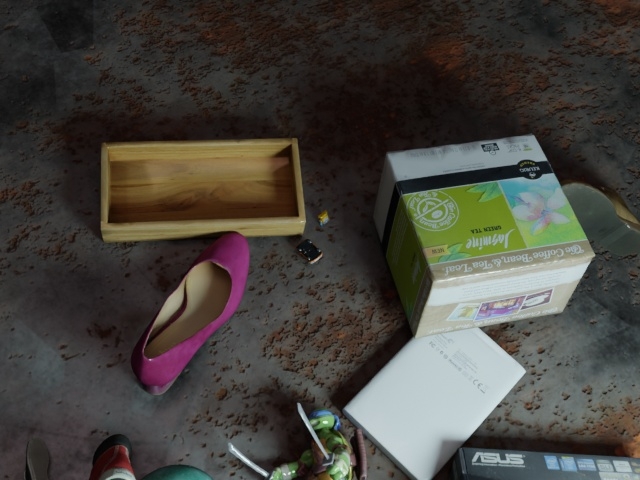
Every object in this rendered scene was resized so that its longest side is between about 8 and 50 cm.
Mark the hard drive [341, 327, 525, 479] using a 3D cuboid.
[{"bbox_3d":[0.225,0.297,1.734,0.210,0.040,0.319,42,66,13],"label":"hard drive"}]

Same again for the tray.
[{"bbox_3d":[-0.246,-0.106,1.848,0.411,0.076,0.203,-3,65,-8],"label":"tray"}]

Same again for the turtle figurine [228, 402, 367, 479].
[{"bbox_3d":[-0.019,0.436,1.552,0.198,0.275,0.266,-27,71,18],"label":"turtle figurine"}]

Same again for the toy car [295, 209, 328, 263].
[{"bbox_3d":[0.000,0.000,1.847,0.060,0.040,0.122,24,64,28],"label":"toy car"}]

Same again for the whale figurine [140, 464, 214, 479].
[{"bbox_3d":[-0.234,0.517,1.507,0.216,0.141,0.272,-14,67,-15],"label":"whale figurine"}]

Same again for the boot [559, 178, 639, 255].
[{"bbox_3d":[0.580,-0.071,1.877,0.305,0.112,0.115,27,42,-38],"label":"boot"}]

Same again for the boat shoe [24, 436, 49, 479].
[{"bbox_3d":[-0.508,0.416,1.576,0.046,0.038,0.125,10,53,-53],"label":"boat shoe"}]

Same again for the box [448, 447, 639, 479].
[{"bbox_3d":[0.445,0.530,1.561,0.395,0.097,0.318,6,37,-6],"label":"box"}]

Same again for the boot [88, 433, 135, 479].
[{"bbox_3d":[-0.396,0.469,1.547,0.088,0.176,0.244,27,98,-20],"label":"boot"}]

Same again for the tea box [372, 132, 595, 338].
[{"bbox_3d":[0.311,-0.013,1.774,0.329,0.220,0.323,-9,56,-12],"label":"tea box"}]

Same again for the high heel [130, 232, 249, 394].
[{"bbox_3d":[-0.232,0.115,1.680,0.127,0.181,0.377,22,63,3],"label":"high heel"}]
